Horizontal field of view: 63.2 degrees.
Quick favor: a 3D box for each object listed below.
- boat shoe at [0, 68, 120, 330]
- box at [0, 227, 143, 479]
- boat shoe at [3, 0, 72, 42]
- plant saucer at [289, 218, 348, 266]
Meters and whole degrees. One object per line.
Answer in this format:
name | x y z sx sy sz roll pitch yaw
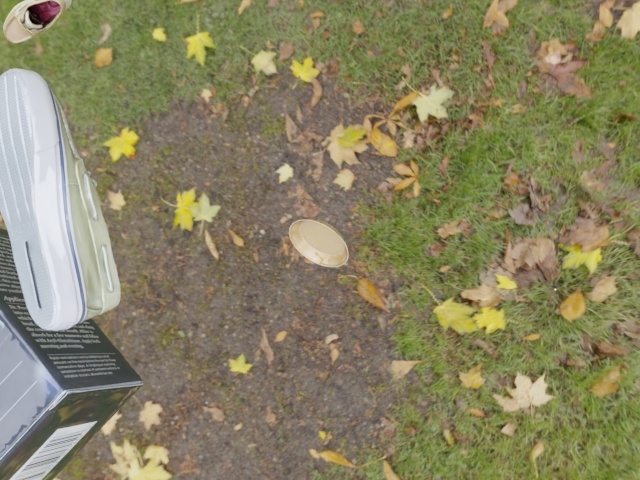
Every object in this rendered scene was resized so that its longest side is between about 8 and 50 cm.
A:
boat shoe | -0.316 -0.047 0.623 0.109 0.094 0.302 -5 94 33
box | -0.545 0.195 0.824 0.395 0.212 0.293 42 89 16
boat shoe | -0.457 -0.355 0.827 0.135 0.050 0.045 -27 42 20
plant saucer | 0.000 0.000 0.657 0.083 0.083 0.015 13 51 25
